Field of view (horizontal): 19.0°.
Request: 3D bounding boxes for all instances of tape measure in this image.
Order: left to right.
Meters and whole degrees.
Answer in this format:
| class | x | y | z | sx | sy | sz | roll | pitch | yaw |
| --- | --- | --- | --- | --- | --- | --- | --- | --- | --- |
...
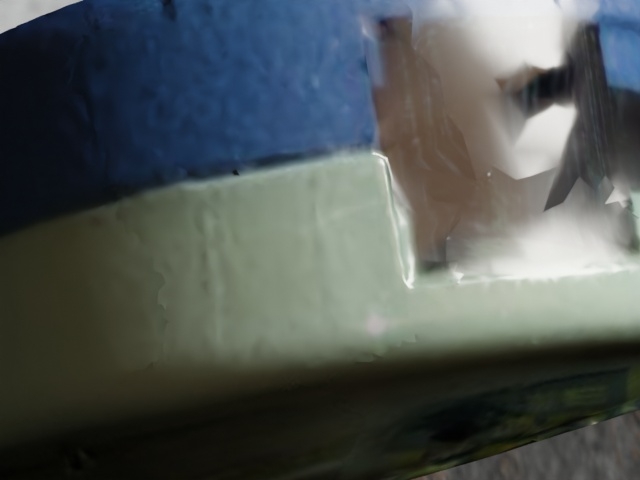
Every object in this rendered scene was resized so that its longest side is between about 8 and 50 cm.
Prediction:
| class | x | y | z | sx | sy | sz | roll | pitch | yaw |
| --- | --- | --- | --- | --- | --- | --- | --- | --- | --- |
| tape measure | 0.002 | 0.001 | 0.569 | 0.262 | 0.259 | 0.138 | -11 | 84 | -48 |
